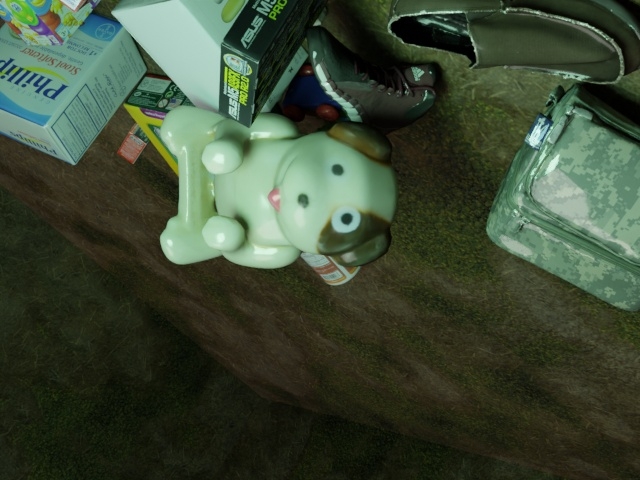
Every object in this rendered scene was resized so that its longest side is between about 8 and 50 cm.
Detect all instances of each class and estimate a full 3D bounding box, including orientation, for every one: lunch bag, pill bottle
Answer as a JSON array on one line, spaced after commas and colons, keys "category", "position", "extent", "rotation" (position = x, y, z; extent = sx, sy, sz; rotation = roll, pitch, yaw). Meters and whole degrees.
[{"category": "lunch bag", "position": [0.429, -0.075, 1.311], "extent": [0.305, 0.212, 0.256], "rotation": [29, 141, 4]}, {"category": "pill bottle", "position": [0.000, 0.000, 2.098], "extent": [0.121, 0.121, 0.216], "rotation": [5, 146, 47]}]

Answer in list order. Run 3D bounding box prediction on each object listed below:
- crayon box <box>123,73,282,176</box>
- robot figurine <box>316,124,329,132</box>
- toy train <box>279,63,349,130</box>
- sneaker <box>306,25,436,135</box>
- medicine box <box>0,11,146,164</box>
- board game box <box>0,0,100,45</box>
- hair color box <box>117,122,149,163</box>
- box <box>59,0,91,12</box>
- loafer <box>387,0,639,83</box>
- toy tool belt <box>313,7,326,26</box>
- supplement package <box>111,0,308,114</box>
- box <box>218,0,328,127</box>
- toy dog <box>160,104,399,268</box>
[{"category": "crayon box", "position": [-0.210, -0.208, 1.948], "extent": [0.363, 0.106, 0.313], "rotation": [16, 154, 34]}, {"category": "robot figurine", "position": [0.035, -0.188, 1.703], "extent": [0.115, 0.101, 0.067], "rotation": [44, 161, 50]}, {"category": "toy train", "position": [-0.005, -0.247, 1.634], "extent": [0.248, 0.105, 0.143], "rotation": [7, 161, 45]}, {"category": "sneaker", "position": [0.095, -0.270, 1.407], "extent": [0.163, 0.106, 0.281], "rotation": [-18, 151, 18]}, {"category": "medicine box", "position": [-0.568, -0.346, 1.864], "extent": [0.264, 0.289, 0.149], "rotation": [23, 156, 20]}, {"category": "board game box", "position": [-0.586, -0.526, 1.704], "extent": [0.144, 0.142, 0.275], "rotation": [10, 150, 41]}, {"category": "hair color box", "position": [-0.437, -0.257, 2.144], "extent": [0.053, 0.093, 0.167], "rotation": [36, 156, -13]}, {"category": "box", "position": [-0.339, -0.492, 1.331], "extent": [0.128, 0.122, 0.257], "rotation": [37, 118, -14]}, {"category": "loafer", "position": [0.252, -0.273, 1.196], "extent": [0.366, 0.130, 0.133], "rotation": [20, 155, 25]}, {"category": "toy tool belt", "position": [-0.034, -0.376, 1.445], "extent": [0.083, 0.052, 0.051], "rotation": [36, 149, -11]}, {"category": "supplement package", "position": [-0.191, -0.362, 1.548], "extent": [0.204, 0.145, 0.262], "rotation": [6, 148, 46]}, {"category": "box", "position": [-0.057, -0.323, 1.278], "extent": [0.060, 0.270, 0.216], "rotation": [29, 163, 1]}, {"category": "toy dog", "position": [-0.044, -0.070, 1.486], "extent": [0.396, 0.284, 0.408], "rotation": [9, 180, -35]}]
